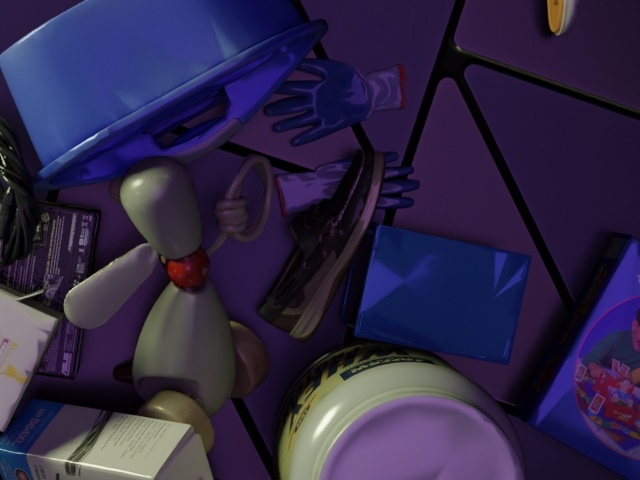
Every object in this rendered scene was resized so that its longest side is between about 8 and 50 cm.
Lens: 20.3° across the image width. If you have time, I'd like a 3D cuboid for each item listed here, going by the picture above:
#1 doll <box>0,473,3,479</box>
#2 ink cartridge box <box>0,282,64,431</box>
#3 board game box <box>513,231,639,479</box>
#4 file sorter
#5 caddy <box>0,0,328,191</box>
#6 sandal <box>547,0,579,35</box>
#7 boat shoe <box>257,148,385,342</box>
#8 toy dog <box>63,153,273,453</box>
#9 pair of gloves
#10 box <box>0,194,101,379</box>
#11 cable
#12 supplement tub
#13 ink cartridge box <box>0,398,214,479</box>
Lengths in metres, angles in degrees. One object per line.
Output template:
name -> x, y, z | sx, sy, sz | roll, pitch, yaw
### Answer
doll -> -0.356, 0.237, 1.902 | 0.129, 0.046, 0.189 | -41, 96, -1
ink cartridge box -> -0.322, 0.104, 1.795 | 0.090, 0.092, 0.143 | 26, 90, -5
board game box -> 0.421, 0.177, 1.958 | 0.347, 0.078, 0.233 | 30, 90, -6
file sorter -> 0.119, 0.053, 1.901 | 0.170, 0.104, 0.118 | 11, 93, -11
caddy -> -0.158, -0.165, 1.804 | 0.341, 0.241, 0.179 | -30, 91, -3
sandal -> 0.235, -0.351, 1.900 | 0.076, 0.102, 0.265 | -1, 95, -8
boat shoe -> 0.000, 0.000, 1.894 | 0.073, 0.080, 0.224 | 21, 105, -10
toy dog -> -0.168, 0.063, 1.837 | 0.161, 0.220, 0.334 | 10, 106, 30
pair of gloves -> 0.024, -0.102, 1.933 | 0.159, 0.023, 0.198 | -7, 93, -5
box -> -0.316, 0.046, 1.879 | 0.147, 0.077, 0.180 | 7, 92, -5
cable -> -0.346, -0.059, 1.774 | 0.047, 0.150, 0.184 | -10, 76, -47
supplement tub -> 0.077, 0.230, 1.804 | 0.235, 0.325, 0.235 | 0, 93, -6
ink cartridge box -> -0.213, 0.254, 1.823 | 0.203, 0.086, 0.148 | 6, 128, 29
